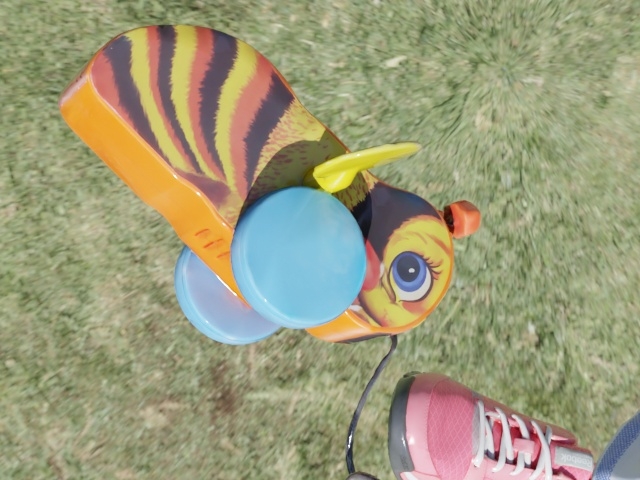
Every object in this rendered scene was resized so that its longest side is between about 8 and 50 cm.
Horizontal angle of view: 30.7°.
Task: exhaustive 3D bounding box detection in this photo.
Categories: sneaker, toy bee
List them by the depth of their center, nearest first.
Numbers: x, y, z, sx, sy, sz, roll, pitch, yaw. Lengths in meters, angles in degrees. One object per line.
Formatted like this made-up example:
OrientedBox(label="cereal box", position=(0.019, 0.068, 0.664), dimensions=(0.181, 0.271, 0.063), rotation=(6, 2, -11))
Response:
OrientedBox(label="toy bee", position=(0.000, 0.000, 0.638), dimensions=(0.195, 0.162, 0.298), rotation=(10, 131, 48))
OrientedBox(label="sneaker", position=(0.180, 0.194, 1.096), dimensions=(0.136, 0.314, 0.115), rotation=(-10, 61, 35))

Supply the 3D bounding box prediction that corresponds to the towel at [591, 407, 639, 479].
OrientedBox(label="towel", position=(0.315, 0.084, 0.757), dimensions=(0.209, 0.285, 0.034), rotation=(-41, 95, -31))
